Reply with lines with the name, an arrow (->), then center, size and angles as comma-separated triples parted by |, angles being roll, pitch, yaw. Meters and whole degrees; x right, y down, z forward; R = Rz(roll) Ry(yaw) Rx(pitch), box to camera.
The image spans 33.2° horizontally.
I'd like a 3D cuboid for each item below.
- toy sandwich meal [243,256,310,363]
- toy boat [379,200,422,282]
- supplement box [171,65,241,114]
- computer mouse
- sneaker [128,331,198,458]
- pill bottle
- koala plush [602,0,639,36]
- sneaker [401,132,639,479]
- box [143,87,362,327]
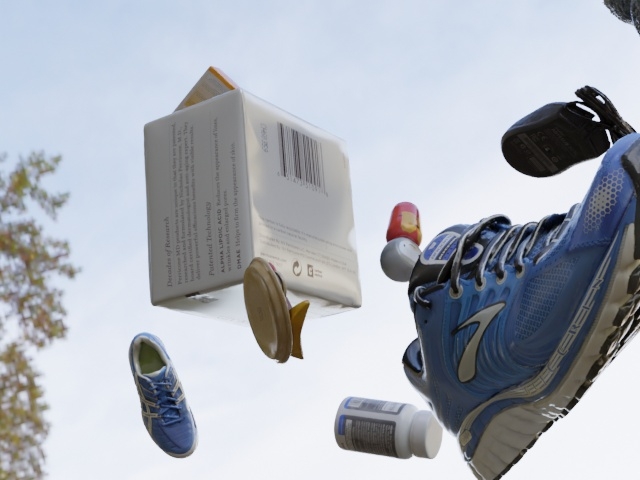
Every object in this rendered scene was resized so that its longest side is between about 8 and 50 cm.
toy sandwich meal -> -0.029, 0.050, 0.758 | 0.029, 0.086, 0.086 | -13, -39, -22
toy boat -> 0.000, 0.000, 1.626 | 0.318, 0.148, 0.268 | 0, -49, 8
supplement box -> -0.133, -0.148, 1.270 | 0.098, 0.062, 0.036 | -49, -7, 10
computer mouse -> 0.423, -0.179, 1.824 | 0.188, 0.072, 0.272 | 46, -30, -20
sneaker -> -0.251, 0.239, 1.663 | 0.080, 0.211, 0.081 | -24, -14, -10
pill bottle -> 0.095, 0.261, 1.489 | 0.137, 0.078, 0.078 | 4, -26, 28
koala plush -> 0.445, -0.243, 1.233 | 0.221, 0.196, 0.203 | 24, -80, -19
sneaker -> 0.126, 0.040, 0.701 | 0.129, 0.147, 0.330 | -38, -17, -34
box -> -0.062, -0.022, 1.014 | 0.119, 0.182, 0.181 | -15, -19, 31
